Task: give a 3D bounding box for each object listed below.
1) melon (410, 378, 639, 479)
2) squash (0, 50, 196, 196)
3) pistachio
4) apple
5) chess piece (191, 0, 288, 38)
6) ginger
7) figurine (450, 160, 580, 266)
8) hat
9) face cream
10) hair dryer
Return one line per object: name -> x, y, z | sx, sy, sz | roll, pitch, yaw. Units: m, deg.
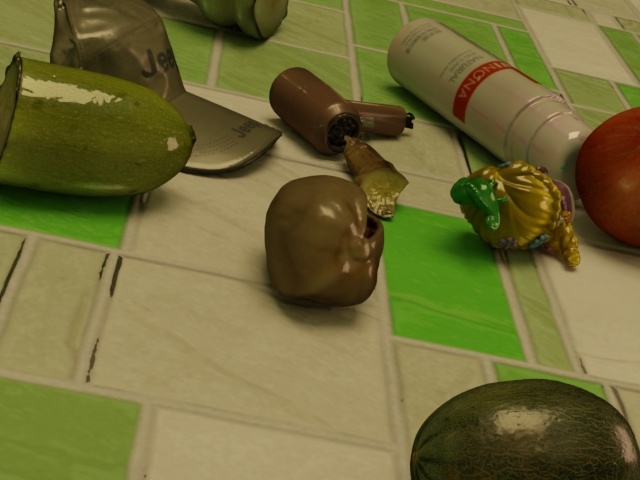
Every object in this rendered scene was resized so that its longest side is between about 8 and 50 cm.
melon -> 0.141, 0.150, 0.875 | 0.167, 0.114, 0.114 | 2, 28, -19
squash -> -0.204, -0.096, 1.194 | 0.186, 0.123, 0.123 | 7, 26, -24
pistachio -> 0.000, 0.000, 1.132 | 0.113, 0.113, 0.149 | 7, 11, -17
apple -> 0.349, -0.066, 1.398 | 0.163, 0.163, 0.139 | -12, -3, -45
chess piece -> -0.209, -0.384, 1.754 | 0.330, 0.182, 0.182 | 13, 24, 11
ginger -> 0.058, -0.068, 1.368 | 0.057, 0.044, 0.137 | -9, 28, -8
figurine -> 0.199, -0.022, 1.299 | 0.156, 0.095, 0.115 | 10, 40, -56
hat -> -0.158, -0.177, 1.376 | 0.244, 0.149, 0.214 | 8, 24, 11
face cream -> 0.207, -0.162, 1.576 | 0.102, 0.102, 0.345 | -2, 28, -33
hair dryer -> 0.042, -0.140, 1.492 | 0.181, 0.064, 0.117 | 2, 28, -38
